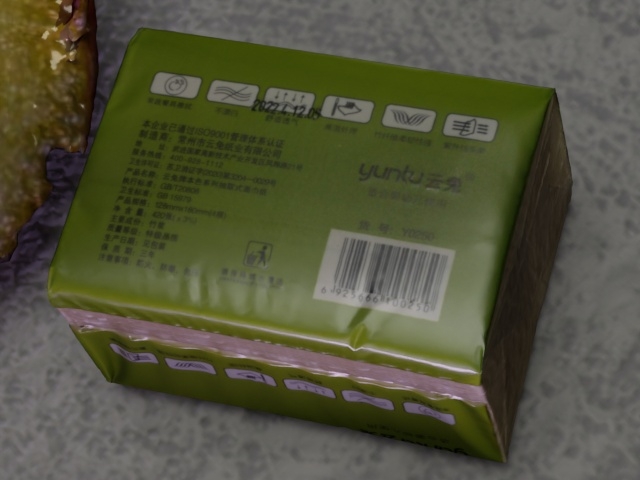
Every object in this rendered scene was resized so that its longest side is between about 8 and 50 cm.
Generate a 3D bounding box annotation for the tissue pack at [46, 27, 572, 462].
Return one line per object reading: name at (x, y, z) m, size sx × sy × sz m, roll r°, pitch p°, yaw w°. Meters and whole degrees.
tissue pack at (0.000, 0.000, 1.240) m, size 0.274 × 0.167 × 0.200 m, roll 9°, pitch 66°, yaw 17°

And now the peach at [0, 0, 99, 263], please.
peach at (-0.334, -0.154, 1.298) m, size 0.339 × 0.353 × 0.417 m, roll 7°, pitch 50°, yaw -33°
